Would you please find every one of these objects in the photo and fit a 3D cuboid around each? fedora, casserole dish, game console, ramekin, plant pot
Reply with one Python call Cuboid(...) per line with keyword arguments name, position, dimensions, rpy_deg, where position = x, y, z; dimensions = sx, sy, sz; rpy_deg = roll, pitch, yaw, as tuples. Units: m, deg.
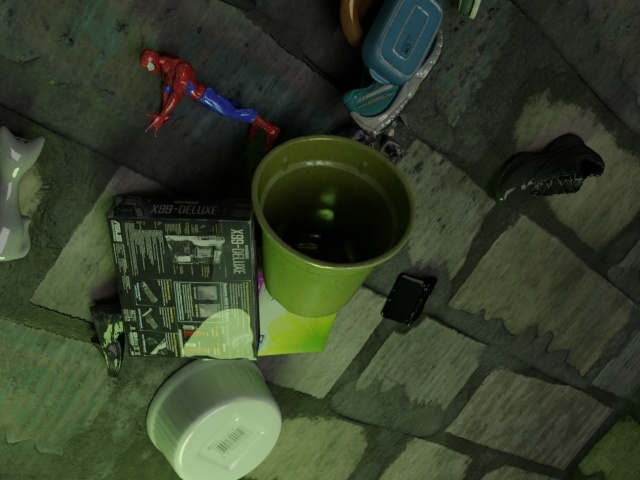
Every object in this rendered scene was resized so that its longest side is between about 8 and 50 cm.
Cuboid(name="fedora", position=(0.093, -0.425, 1.381), dimensions=(0.194, 0.079, 0.194), rpy_deg=(-20, 125, -32))
Cuboid(name="casserole dish", position=(0.145, -0.353, 1.351), dimensions=(0.114, 0.037, 0.188), rpy_deg=(30, 85, -28))
Cuboid(name="game console", position=(0.213, 0.135, 1.900), dimensions=(0.107, 0.071, 0.122), rpy_deg=(-21, 138, -62))
Cuboid(name="ramekin", position=(-0.216, 0.389, 1.689), dimensions=(0.277, 0.135, 0.277), rpy_deg=(-18, 129, -24))
Cuboid(name="plant pot", position=(0.000, 0.000, 1.398), dimensions=(0.276, 0.276, 0.254), rpy_deg=(-19, 152, -24))

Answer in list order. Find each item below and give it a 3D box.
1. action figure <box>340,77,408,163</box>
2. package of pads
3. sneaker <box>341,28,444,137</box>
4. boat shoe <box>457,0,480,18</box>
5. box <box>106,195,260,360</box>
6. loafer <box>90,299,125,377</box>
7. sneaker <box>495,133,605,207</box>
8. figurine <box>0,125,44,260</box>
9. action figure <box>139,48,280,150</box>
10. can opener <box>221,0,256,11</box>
Cuboid(name="action figure", position=(0.079, -0.190, 1.524), dimensions=(0.285, 0.099, 0.185), rpy_deg=(-50, 126, -1))
Cuboid(name="package of pads", position=(-0.096, 0.119, 1.610), dimensions=(0.296, 0.101, 0.229), rpy_deg=(1, 120, -36))
Cuboid(name="sneaker", position=(0.135, -0.311, 1.437), dimensions=(0.110, 0.107, 0.275), rpy_deg=(39, 61, -7))
Cuboid(name="boat shoe", position=(0.262, -0.555, 1.422), dimensions=(0.099, 0.116, 0.319), rpy_deg=(8, 134, 10))
Cuboid(name="box", position=(-0.233, 0.072, 1.409), dimensions=(0.242, 0.076, 0.307), rpy_deg=(1, 122, 2))
Cuboid(name="loafer", position=(-0.397, 0.184, 1.482), dimensions=(0.061, 0.062, 0.170), rpy_deg=(2, 117, -11))
Cuboid(name="sneaker", position=(0.535, -0.151, 1.847), dimensions=(0.286, 0.130, 0.109), rpy_deg=(-29, 134, -14))
Cuboid(name="figurine", position=(-0.529, -0.081, 1.183), dimensions=(0.215, 0.092, 0.209), rpy_deg=(5, 113, -38))
Cuboid(name="action figure", position=(-0.205, -0.206, 1.312), dimensions=(0.280, 0.091, 0.139), rpy_deg=(34, 88, -44))
Cuboid(name="can opener", position=(-0.173, -0.400, 1.226), dimensions=(0.186, 0.059, 0.073), rpy_deg=(21, 106, -42))
